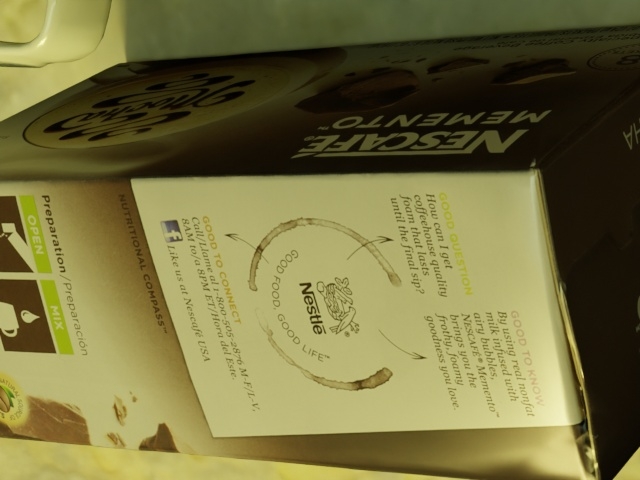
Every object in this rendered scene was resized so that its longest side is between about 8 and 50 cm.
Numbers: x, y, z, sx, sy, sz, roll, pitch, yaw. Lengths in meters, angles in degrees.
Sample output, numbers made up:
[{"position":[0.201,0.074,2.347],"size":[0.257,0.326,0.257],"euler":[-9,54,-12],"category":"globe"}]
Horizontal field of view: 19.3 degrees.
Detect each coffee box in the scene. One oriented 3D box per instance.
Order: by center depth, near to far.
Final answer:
[{"position":[0.000,0.000,0.736],"size":[0.297,0.168,0.119],"euler":[0,112,35],"category":"coffee box"}]

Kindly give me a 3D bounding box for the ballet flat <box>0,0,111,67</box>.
[{"position":[-0.079,-0.158,0.706],"size":[0.482,0.164,0.182],"euler":[-16,64,40],"category":"ballet flat"}]
